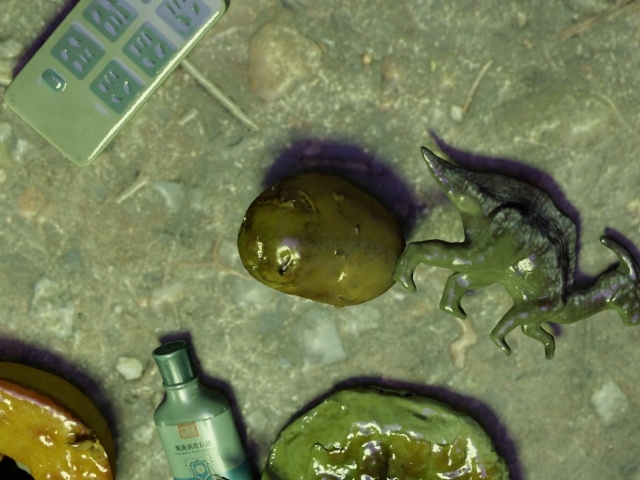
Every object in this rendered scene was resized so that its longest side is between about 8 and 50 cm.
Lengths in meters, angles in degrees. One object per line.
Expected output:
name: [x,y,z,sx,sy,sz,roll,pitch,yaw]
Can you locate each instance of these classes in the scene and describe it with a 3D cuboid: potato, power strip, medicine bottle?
potato: [0.000,0.000,1.712,0.176,0.137,0.137,20,115,-25]
power strip: [-0.209,-0.194,1.696,0.118,0.046,0.270,41,112,-10]
medicine bottle: [-0.136,0.212,1.847,0.090,0.054,0.209,-10,108,21]

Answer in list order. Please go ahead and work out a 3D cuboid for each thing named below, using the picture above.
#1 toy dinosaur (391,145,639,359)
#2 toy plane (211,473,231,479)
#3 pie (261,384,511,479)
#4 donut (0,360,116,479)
toy dinosaur: [0.199,0.026,1.723,0.294,0.077,0.162,33,93,-22]
toy plane: [-0.020,0.325,1.808,0.234,0.082,0.160,47,124,7]
pie: [0.071,0.293,1.852,0.306,0.071,0.306,2,111,5]
donut: [-0.344,0.249,1.856,0.253,0.118,0.254,2,114,4]
